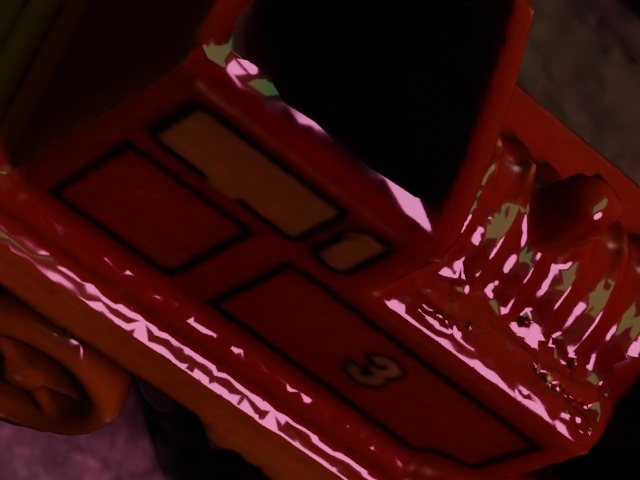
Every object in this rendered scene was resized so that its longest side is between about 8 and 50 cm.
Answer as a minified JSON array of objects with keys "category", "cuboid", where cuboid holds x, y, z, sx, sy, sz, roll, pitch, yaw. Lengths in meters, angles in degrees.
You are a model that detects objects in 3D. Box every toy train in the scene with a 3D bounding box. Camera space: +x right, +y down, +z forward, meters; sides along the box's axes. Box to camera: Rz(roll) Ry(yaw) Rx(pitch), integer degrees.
[{"category":"toy train","cuboid":[0.000,0.000,0.661,0.369,0.231,0.163,36,55,-22]}]

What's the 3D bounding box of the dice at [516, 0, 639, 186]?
[{"category":"dice","cuboid":[0.123,-0.224,0.794,0.330,0.318,0.322,47,52,-5]}]
